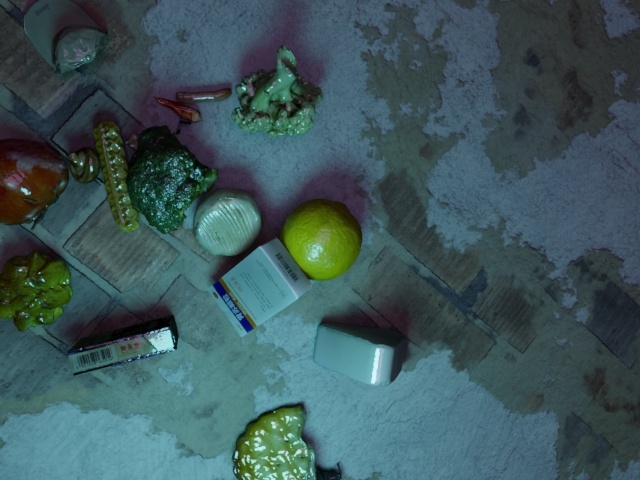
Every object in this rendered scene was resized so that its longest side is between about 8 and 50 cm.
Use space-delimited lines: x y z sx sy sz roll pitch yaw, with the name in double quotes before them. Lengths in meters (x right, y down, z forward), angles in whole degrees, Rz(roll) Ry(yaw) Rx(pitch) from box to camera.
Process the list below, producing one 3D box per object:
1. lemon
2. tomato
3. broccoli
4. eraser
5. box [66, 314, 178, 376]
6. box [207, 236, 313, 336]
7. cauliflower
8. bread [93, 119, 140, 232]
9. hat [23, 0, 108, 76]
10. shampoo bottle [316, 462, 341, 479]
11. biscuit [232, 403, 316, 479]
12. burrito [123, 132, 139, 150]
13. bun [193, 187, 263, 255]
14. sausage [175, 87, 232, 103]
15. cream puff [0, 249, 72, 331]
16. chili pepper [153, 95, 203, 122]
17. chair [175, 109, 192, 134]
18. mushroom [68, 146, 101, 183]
"lemon" 0.001 -0.001 1.797 0.293 0.293 0.293 -1 93 -12
"tomato" -0.942 -0.188 1.637 0.309 0.170 0.308 -1 93 -14
"broccoli" -0.466 -0.190 1.685 0.283 0.321 0.303 -13 62 -49
"eraser" 0.126 0.381 1.873 0.331 0.331 0.149 10 92 -12
"box" -0.614 0.329 1.715 0.310 0.198 0.084 -13 95 -11
"box" -0.200 0.153 1.745 0.299 0.106 0.200 -37 89 33
"cauliflower" -0.130 -0.450 1.744 0.327 0.281 0.260 -35 103 -18
"bread" -0.657 -0.205 1.748 0.077 0.084 0.367 -19 99 -50
"hat" -0.798 -0.642 1.673 0.214 0.149 0.245 -48 111 -7
"shampoo bottle" -0.062 0.857 1.907 0.284 0.101 0.101 -8 94 -12
"biscuit" -0.124 0.728 1.855 0.329 0.078 0.335 28 69 11
"burrito" -0.564 -0.287 1.781 0.171 0.042 0.051 38 85 -8
"bun" -0.304 -0.068 1.786 0.239 0.141 0.239 -10 125 -15
"sausage" -0.389 -0.482 1.810 0.186 0.043 0.043 -7 94 -11
"cream puff" -0.892 0.158 1.671 0.244 0.196 0.244 3 116 5
"chili pepper" -0.470 -0.436 1.797 0.178 0.027 0.045 21 114 -13
"chair" -0.449 -0.385 1.787 0.042 0.037 0.086 16 109 -2
"mushroom" -0.744 -0.240 1.709 0.085 0.126 0.109 -52 130 -43
